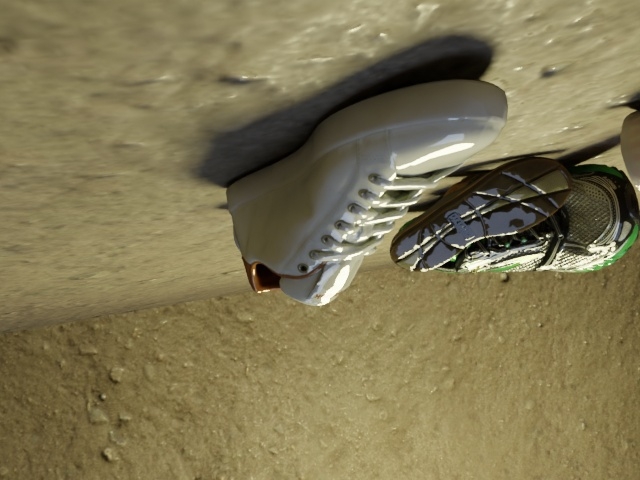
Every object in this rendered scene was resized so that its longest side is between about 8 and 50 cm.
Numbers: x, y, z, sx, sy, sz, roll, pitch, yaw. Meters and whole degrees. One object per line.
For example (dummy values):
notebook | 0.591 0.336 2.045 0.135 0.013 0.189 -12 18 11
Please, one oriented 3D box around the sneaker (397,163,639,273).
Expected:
sneaker | 0.243 -0.006 0.776 0.146 0.134 0.343 -9 174 -36

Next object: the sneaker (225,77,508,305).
sneaker | 0.028 -0.019 0.449 0.105 0.123 0.290 -3 169 -34

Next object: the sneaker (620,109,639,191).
sneaker | 0.409 -0.082 0.543 0.302 0.108 0.121 -3 175 -36

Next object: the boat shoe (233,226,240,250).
boat shoe | 0.000 0.000 0.705 0.075 0.083 0.226 -14 171 35

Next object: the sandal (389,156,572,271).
sandal | 0.179 -0.036 0.694 0.219 0.060 0.090 -32 121 23
